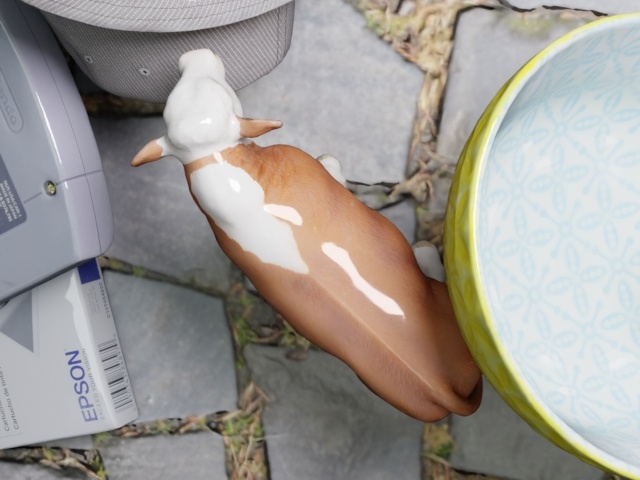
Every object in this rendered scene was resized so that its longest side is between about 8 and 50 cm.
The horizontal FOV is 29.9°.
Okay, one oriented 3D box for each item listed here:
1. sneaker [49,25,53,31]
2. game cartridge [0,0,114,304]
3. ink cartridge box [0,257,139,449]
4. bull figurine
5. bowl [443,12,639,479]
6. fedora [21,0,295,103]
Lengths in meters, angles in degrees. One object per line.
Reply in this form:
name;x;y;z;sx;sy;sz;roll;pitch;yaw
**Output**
sneaker;-0.222;-0.218;1.000;0.084;0.058;0.152;15;98;30
game cartridge;-0.284;-0.101;0.978;0.198;0.062;0.297;-23;91;30
ink cartridge box;-0.290;0.077;1.083;0.224;0.045;0.223;-14;92;25
bull figurine;0.000;0.000;0.846;0.101;0.188;0.310;-40;92;14
bowl;0.190;0.011;0.781;0.156;0.289;0.290;-17;91;68
fedora;-0.125;-0.189;0.900;0.275;0.244;0.124;13;132;16
